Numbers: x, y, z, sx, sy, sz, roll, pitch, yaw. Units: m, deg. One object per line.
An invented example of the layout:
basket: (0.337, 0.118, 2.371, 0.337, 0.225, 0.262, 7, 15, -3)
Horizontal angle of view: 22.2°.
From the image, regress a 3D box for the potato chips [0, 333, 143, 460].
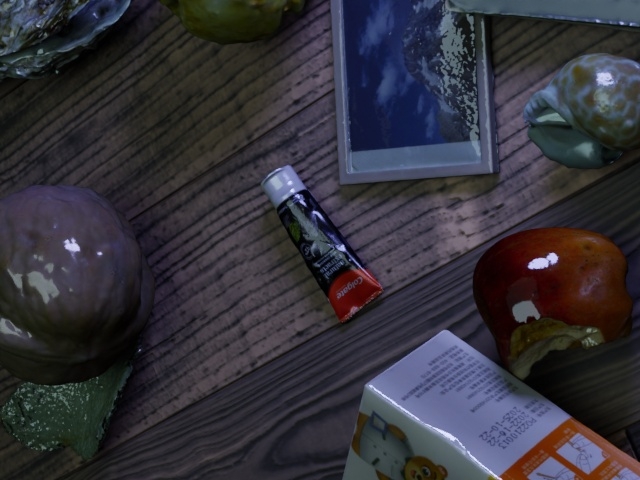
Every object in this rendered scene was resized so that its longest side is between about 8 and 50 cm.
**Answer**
potato chips: (-0.320, 0.201, 2.115, 0.228, 0.059, 0.167, -5, 82, 37)

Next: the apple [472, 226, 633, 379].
apple: (0.245, 0.054, 1.710, 0.158, 0.156, 0.147, -22, 79, 1)

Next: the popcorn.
popcorn: (-0.114, -0.327, 1.891, 0.184, 0.204, 0.221, -48, 45, -4)

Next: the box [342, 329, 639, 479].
box: (0.197, 0.286, 1.703, 0.341, 0.143, 0.225, 34, 133, 26)

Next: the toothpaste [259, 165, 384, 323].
toothpaste: (0.000, 0.000, 1.923, 0.071, 0.045, 0.193, -38, 78, 27)

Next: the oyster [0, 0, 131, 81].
oyster: (-0.370, -0.287, 2.102, 0.351, 0.158, 0.162, -31, 32, 36)

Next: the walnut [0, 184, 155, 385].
walnut: (-0.324, 0.058, 2.010, 0.248, 0.248, 0.248, 1, 91, 32)

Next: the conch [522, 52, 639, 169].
conch: (0.295, -0.141, 1.704, 0.173, 0.106, 0.116, -29, 96, 47)

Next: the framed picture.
framed picture: (0.104, -0.207, 1.866, 0.209, 0.019, 0.281, -5, 88, 32)

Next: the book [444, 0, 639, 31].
book: (0.321, -0.348, 1.709, 0.371, 0.043, 0.260, 11, 95, 26)
